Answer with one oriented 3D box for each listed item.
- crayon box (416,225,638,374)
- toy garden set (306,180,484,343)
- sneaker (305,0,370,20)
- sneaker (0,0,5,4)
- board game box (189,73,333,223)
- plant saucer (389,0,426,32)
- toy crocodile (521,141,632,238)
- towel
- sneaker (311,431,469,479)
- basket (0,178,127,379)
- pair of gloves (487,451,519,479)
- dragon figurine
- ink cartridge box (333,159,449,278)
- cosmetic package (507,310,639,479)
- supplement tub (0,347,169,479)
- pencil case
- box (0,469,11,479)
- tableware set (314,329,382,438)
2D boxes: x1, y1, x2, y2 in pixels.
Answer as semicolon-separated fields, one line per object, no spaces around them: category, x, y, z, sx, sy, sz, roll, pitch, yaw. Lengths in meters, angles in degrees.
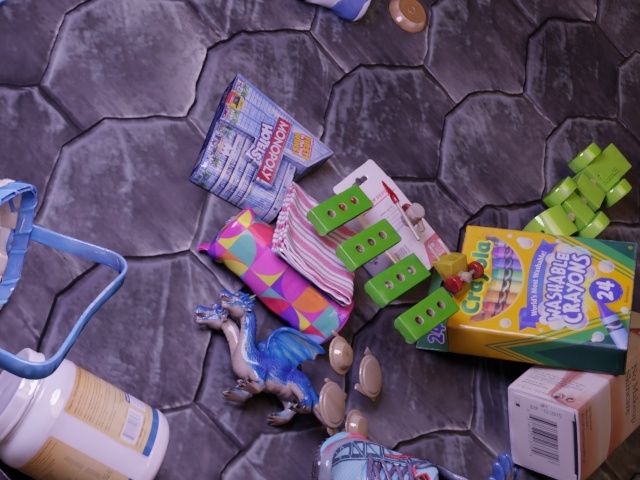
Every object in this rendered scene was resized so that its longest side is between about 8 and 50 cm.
crayon box;0.323;0.087;1.826;0.323;0.083;0.203;6;53;15
toy garden set;0.116;0.022;1.749;0.204;0.049;0.244;-30;77;-40
sneaker;-0.025;-0.541;2.041;0.182;0.127;0.315;2;65;-34
sneaker;-0.517;-0.381;1.667;0.126;0.091;0.240;43;49;-5
board game box;-0.084;-0.134;1.822;0.194;0.060;0.194;28;53;-16
plant saucer;0.167;-0.426;2.171;0.083;0.015;0.083;15;58;-25
toy crocodile;0.477;-0.080;2.130;0.115;0.105;0.340;47;45;-1
towel;0.000;0.000;1.723;0.144;0.029;0.197;39;28;-17
sneaker;0.106;0.325;1.607;0.262;0.125;0.104;18;72;-38
basket;-0.403;0.043;1.388;0.289;0.201;0.255;24;30;1
pair of gloves;0.243;0.402;1.680;0.198;0.023;0.159;-31;125;-51
dragon figurine;-0.052;0.178;1.652;0.289;0.085;0.144;28;53;-17
ink cartridge box;0.099;-0.020;1.869;0.198;0.067;0.115;51;50;0
cosmetic package;0.435;0.241;1.859;0.296;0.129;0.153;-33;124;-39
supplement tub;-0.300;0.231;1.413;0.200;0.144;0.144;34;51;-22
pencil case;-0.061;0.053;1.712;0.236;0.104;0.104;41;50;-6
box;-0.390;0.428;1.307;0.322;0.079;0.257;48;48;-1
tableware set;0.041;0.216;1.670;0.141;0.020;0.168;49;43;-39
